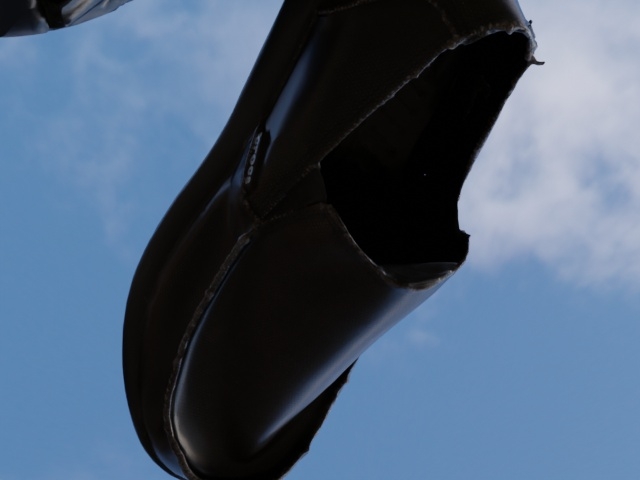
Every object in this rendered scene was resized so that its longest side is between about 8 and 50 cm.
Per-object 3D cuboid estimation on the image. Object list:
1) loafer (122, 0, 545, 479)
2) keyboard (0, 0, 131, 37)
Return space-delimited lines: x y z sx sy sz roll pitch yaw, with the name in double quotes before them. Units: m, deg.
"loafer" 0.000 0.000 0.477 0.080 0.078 0.220 5 -61 -34
"keyboard" -0.057 -0.224 0.421 0.033 0.317 0.201 21 -132 28
